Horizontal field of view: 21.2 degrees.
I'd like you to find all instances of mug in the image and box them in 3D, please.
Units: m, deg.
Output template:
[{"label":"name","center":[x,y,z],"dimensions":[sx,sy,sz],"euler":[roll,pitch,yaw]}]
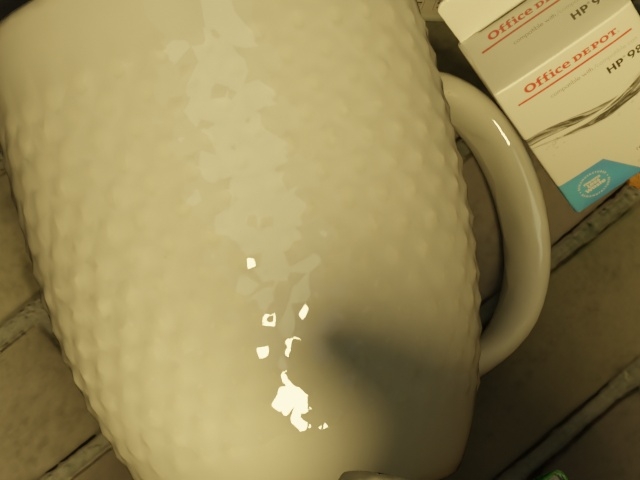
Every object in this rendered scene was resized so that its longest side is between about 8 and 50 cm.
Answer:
[{"label":"mug","center":[0.000,0.000,1.089],"dimensions":[0.374,0.276,0.328],"euler":[-11,82,-37]}]

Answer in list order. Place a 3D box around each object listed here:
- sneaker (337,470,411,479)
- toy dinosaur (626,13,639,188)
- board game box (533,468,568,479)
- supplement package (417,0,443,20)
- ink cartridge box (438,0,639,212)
[{"label":"sneaker","center":[0.095,0.275,0.751],"dimensions":[0.323,0.130,0.236],"euler":[33,73,-2]},{"label":"toy dinosaur","center":[0.256,-0.067,1.201],"dimensions":[0.112,0.064,0.211],"euler":[-27,81,-10]},{"label":"board game box","center":[0.106,0.312,0.845],"dimensions":[0.242,0.064,0.316],"euler":[-32,81,-10]},{"label":"supplement package","center":[0.082,-0.281,1.135],"dimensions":[0.198,0.263,0.199],"euler":[1,77,-3]},{"label":"ink cartridge box","center":[0.162,-0.109,1.098],"dimensions":[0.104,0.180,0.060],"euler":[-35,47,9]}]
